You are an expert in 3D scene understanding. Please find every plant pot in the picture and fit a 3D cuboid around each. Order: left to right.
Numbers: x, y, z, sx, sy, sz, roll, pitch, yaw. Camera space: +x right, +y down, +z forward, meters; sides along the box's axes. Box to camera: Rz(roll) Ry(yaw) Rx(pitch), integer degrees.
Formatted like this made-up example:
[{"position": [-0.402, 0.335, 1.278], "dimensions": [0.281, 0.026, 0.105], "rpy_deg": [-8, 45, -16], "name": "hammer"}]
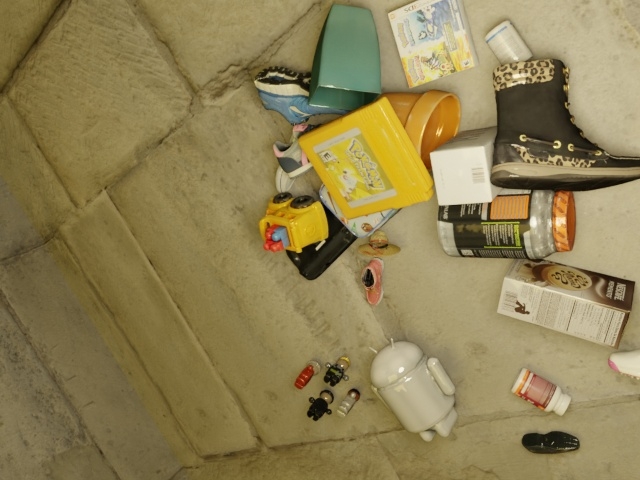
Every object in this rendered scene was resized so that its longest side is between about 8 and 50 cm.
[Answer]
[{"position": [0.067, -0.488, 1.458], "dimensions": [0.166, 0.165, 0.234], "rpy_deg": [5, 86, -11], "name": "plant pot"}, {"position": [0.240, -0.309, 1.458], "dimensions": [0.188, 0.205, 0.205], "rpy_deg": [26, 124, 32], "name": "plant pot"}]

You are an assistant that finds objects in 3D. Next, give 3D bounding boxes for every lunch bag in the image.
[{"position": [0.146, -0.172, 1.634], "dimensions": [0.243, 0.115, 0.303], "rpy_deg": [49, 130, 7], "name": "lunch bag"}]

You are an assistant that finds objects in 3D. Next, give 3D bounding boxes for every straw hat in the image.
[{"position": [0.182, 0.002, 1.717], "dimensions": [0.144, 0.144, 0.061], "rpy_deg": [-11, 65, 36], "name": "straw hat"}]

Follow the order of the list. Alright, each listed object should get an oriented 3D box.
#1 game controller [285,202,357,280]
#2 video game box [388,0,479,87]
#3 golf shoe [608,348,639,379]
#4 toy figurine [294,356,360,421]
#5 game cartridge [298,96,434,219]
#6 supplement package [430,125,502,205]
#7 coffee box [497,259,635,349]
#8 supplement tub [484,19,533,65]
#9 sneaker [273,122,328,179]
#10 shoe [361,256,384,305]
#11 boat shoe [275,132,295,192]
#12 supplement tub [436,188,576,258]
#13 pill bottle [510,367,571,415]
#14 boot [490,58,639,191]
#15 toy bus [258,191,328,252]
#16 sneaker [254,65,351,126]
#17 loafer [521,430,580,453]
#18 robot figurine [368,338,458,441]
[{"position": [0.000, 0.000, 1.852], "dimensions": [0.319, 0.067, 0.166], "rpy_deg": [-47, 69, 38], "name": "game controller"}, {"position": [0.290, -0.522, 1.414], "dimensions": [0.187, 0.048, 0.205], "rpy_deg": [-10, 106, 38], "name": "video game box"}, {"position": [0.890, 0.276, 1.374], "dimensions": [0.306, 0.115, 0.140], "rpy_deg": [-7, 97, 28], "name": "golf shoe"}, {"position": [0.033, 0.546, 2.034], "dimensions": [0.209, 0.148, 0.213], "rpy_deg": [-18, 99, 32], "name": "toy figurine"}, {"position": [0.117, -0.202, 1.459], "dimensions": [0.324, 0.053, 0.285], "rpy_deg": [-12, 117, 52], "name": "game cartridge"}, {"position": [0.390, -0.194, 1.376], "dimensions": [0.134, 0.244, 0.139], "rpy_deg": [-2, 112, 35], "name": "supplement package"}, {"position": [0.637, 0.149, 1.428], "dimensions": [0.297, 0.168, 0.119], "rpy_deg": [16, 120, 26], "name": "coffee box"}, {"position": [0.452, -0.466, 1.318], "dimensions": [0.071, 0.071, 0.107], "rpy_deg": [-33, 91, 39], "name": "supplement tub"}, {"position": [-0.011, -0.302, 1.609], "dimensions": [0.319, 0.112, 0.131], "rpy_deg": [-29, 106, 31], "name": "sneaker"}, {"position": [0.165, 0.147, 1.789], "dimensions": [0.063, 0.081, 0.178], "rpy_deg": [17, 120, 26], "name": "shoe"}, {"position": [-0.082, -0.241, 1.765], "dimensions": [0.076, 0.083, 0.226], "rpy_deg": [31, 125, 19], "name": "boat shoe"}, {"position": [0.480, -0.048, 1.420], "dimensions": [0.316, 0.193, 0.193], "rpy_deg": [1, 112, 33], "name": "supplement tub"}, {"position": [0.649, 0.448, 1.614], "dimensions": [0.152, 0.086, 0.086], "rpy_deg": [28, 124, 20], "name": "pill bottle"}, {"position": [0.567, -0.261, 1.267], "dimensions": [0.377, 0.138, 0.284], "rpy_deg": [-1, 81, -6], "name": "boot"}, {"position": [-0.119, -0.041, 1.743], "dimensions": [0.220, 0.211, 0.149], "rpy_deg": [15, 129, 41], "name": "toy bus"}, {"position": [-0.035, -0.420, 1.643], "dimensions": [0.330, 0.130, 0.147], "rpy_deg": [17, 143, 19], "name": "sneaker"}, {"position": [0.712, 0.626, 1.684], "dimensions": [0.170, 0.062, 0.061], "rpy_deg": [-13, 127, 40], "name": "loafer"}, {"position": [0.296, 0.476, 1.784], "dimensions": [0.300, 0.200, 0.353], "rpy_deg": [-35, 91, 38], "name": "robot figurine"}]
